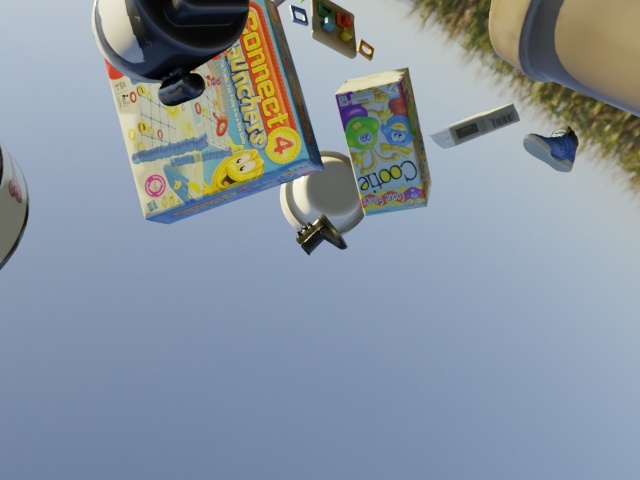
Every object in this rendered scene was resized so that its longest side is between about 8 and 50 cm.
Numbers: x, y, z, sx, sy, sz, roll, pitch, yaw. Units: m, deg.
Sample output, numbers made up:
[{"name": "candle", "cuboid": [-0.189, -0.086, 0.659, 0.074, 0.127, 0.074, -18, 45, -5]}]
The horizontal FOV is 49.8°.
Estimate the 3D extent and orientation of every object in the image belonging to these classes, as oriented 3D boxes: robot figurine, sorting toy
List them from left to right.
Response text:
[{"name": "robot figurine", "cuboid": [-0.209, -0.316, 0.944, 0.174, 0.209, 0.278, 32, 161, -29]}, {"name": "sorting toy", "cuboid": [0.053, -0.715, 2.275, 0.348, 0.047, 0.195, 20, -124, -31]}]

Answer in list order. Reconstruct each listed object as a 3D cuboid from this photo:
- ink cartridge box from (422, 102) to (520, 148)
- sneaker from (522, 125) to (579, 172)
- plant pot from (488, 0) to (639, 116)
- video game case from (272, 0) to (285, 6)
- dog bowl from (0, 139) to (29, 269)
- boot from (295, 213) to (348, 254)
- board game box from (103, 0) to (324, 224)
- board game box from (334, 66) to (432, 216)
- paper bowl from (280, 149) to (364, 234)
[{"name": "ink cartridge box", "cuboid": [0.390, -0.295, 1.826, 0.232, 0.189, 0.066, 175, 73, -82]}, {"name": "sneaker", "cuboid": [0.490, -0.211, 1.455, 0.152, 0.084, 0.058, 25, 171, -30]}, {"name": "plant pot", "cuboid": [0.426, -0.287, 0.871, 0.323, 0.323, 0.280, 4, -140, -52]}, {"name": "video game case", "cuboid": [-0.232, -0.556, 1.727, 0.196, 0.274, 0.026, 50, 179, 44]}, {"name": "dog bowl", "cuboid": [-0.657, -0.083, 1.012, 0.408, 0.150, 0.407, 6, -124, -10]}, {"name": "boot", "cuboid": [0.000, 0.000, 1.778, 0.121, 0.099, 0.045, 52, -174, 14]}, {"name": "board game box", "cuboid": [-0.183, -0.219, 1.163, 0.086, 0.302, 0.308, 11, -118, -74]}, {"name": "board game box", "cuboid": [0.142, -0.212, 1.489, 0.142, 0.145, 0.275, -63, -40, -62]}, {"name": "paper bowl", "cuboid": [0.021, -0.150, 2.209, 0.284, 0.284, 0.148, 34, 164, -7]}]
